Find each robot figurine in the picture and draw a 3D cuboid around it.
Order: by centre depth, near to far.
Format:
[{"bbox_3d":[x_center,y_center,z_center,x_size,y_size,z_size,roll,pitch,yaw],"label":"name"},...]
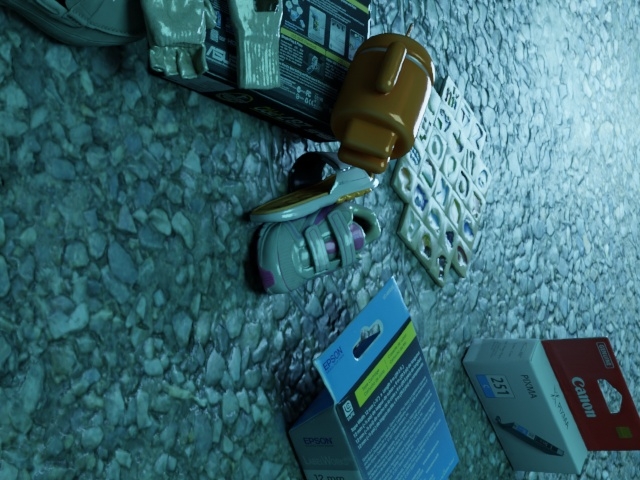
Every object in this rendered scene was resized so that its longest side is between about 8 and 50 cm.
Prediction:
[{"bbox_3d":[0.089,-0.203,1.888,0.158,0.128,0.219,48,52,-42],"label":"robot figurine"}]

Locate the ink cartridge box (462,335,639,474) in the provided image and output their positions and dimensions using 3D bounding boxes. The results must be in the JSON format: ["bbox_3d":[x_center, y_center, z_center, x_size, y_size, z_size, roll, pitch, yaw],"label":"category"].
[{"bbox_3d":[0.426,0.299,2.375,0.296,0.261,0.066,62,40,-31],"label":"ink cartridge box"}]

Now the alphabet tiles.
[{"bbox_3d":[0.217,-0.106,2.328,0.285,0.011,0.343,49,49,-42],"label":"alphabet tiles"}]

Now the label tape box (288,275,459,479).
[{"bbox_3d":[0.069,0.264,1.989,0.249,0.115,0.348,-46,121,-48],"label":"label tape box"}]

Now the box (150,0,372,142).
[{"bbox_3d":[-0.067,-0.334,1.854,0.395,0.097,0.318,16,77,-54],"label":"box"}]

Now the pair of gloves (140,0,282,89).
[{"bbox_3d":[-0.129,-0.296,1.650,0.240,0.042,0.204,4,83,-48],"label":"pair of gloves"}]

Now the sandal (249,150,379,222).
[{"bbox_3d":[-0.007,-0.089,1.914,0.265,0.102,0.076,-25,110,-52],"label":"sandal"}]

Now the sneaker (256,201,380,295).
[{"bbox_3d":[0.000,0.000,1.906,0.252,0.111,0.103,-40,119,-50],"label":"sneaker"}]

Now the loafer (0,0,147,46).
[{"bbox_3d":[-0.290,-0.294,1.504,0.319,0.111,0.112,10,78,-55],"label":"loafer"}]
